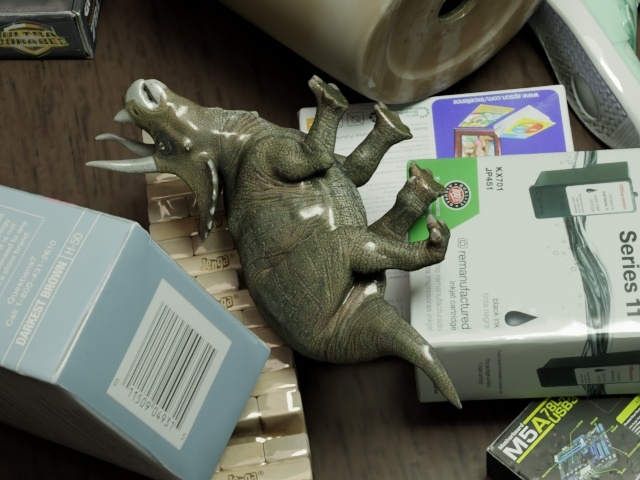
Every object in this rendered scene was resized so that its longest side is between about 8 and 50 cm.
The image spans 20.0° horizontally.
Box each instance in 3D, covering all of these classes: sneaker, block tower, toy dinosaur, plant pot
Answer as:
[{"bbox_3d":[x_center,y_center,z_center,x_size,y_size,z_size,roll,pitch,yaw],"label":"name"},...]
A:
[{"bbox_3d":[0.243,-0.184,1.406,0.151,0.094,0.256,-19,58,-9],"label":"sneaker"},{"bbox_3d":[-0.064,0.060,1.277,0.091,0.097,0.335,-9,55,-1],"label":"block tower"},{"bbox_3d":[0.000,0.000,1.199,0.160,0.121,0.313,-44,70,21],"label":"toy dinosaur"},{"bbox_3d":[0.026,-0.265,1.357,0.323,0.323,0.280,-33,65,-15],"label":"plant pot"}]

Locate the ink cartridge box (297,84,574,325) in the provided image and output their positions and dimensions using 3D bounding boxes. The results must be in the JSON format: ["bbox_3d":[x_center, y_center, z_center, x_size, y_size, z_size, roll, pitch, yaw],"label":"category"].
[{"bbox_3d":[0.088,-0.014,1.337,0.206,0.045,0.208,-5,57,3],"label":"ink cartridge box"}]

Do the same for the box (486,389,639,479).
[{"bbox_3d":[0.241,0.139,1.223,0.184,0.045,0.190,35,67,28],"label":"box"}]

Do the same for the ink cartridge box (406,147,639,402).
[{"bbox_3d":[0.165,0.022,1.229,0.208,0.087,0.153,-3,58,5],"label":"ink cartridge box"}]

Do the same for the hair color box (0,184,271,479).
[{"bbox_3d":[-0.240,0.036,1.192,0.374,0.185,0.114,14,70,33],"label":"hair color box"}]

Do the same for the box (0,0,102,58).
[{"bbox_3d":[-0.322,-0.288,1.542,0.295,0.073,0.293,0,59,7],"label":"box"}]
